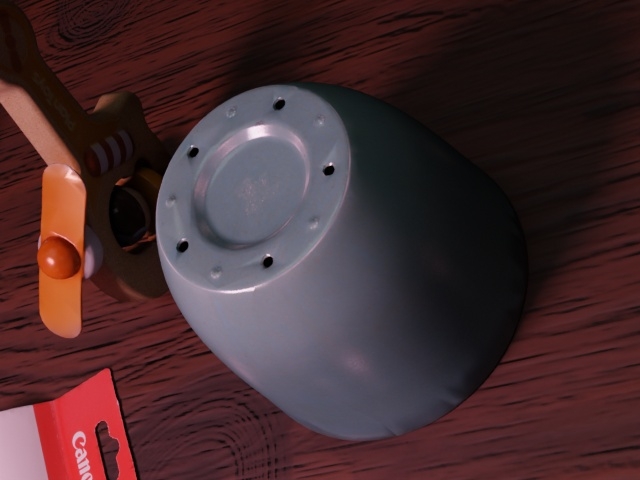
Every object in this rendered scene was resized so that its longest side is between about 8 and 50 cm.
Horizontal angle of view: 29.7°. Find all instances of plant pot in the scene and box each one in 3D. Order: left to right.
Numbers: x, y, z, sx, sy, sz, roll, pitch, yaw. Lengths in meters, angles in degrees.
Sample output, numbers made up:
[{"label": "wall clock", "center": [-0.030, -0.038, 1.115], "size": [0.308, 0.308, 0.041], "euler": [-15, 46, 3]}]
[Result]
[{"label": "plant pot", "center": [0.000, 0.000, 1.033], "size": [0.293, 0.235, 0.293], "euler": [-13, 61, 25]}]

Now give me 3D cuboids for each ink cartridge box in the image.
[{"label": "ink cartridge box", "center": [-0.295, 0.247, 1.210], "size": [0.225, 0.056, 0.181], "euler": [-33, 55, 16]}]

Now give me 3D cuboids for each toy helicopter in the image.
[{"label": "toy helicopter", "center": [-0.236, -0.070, 1.134], "size": [0.140, 0.355, 0.235], "euler": [-4, 48, 29]}]
